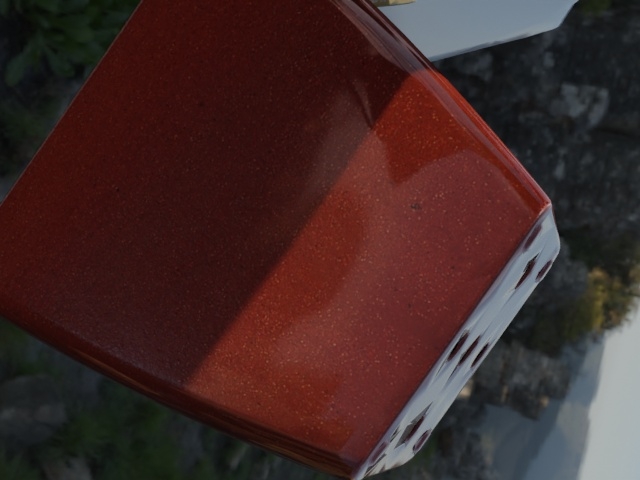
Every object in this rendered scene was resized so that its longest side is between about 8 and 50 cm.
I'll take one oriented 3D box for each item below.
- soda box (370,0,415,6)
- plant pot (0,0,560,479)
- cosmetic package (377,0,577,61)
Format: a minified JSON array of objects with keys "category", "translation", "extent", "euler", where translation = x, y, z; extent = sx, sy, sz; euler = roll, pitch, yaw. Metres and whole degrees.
[{"category":"soda box","translation":[0.040,-0.298,0.882],"extent":[0.058,0.061,0.181],"euler":[-27,115,-56]},{"category":"plant pot","translation":[0.000,0.000,0.621],"extent":[0.267,0.235,0.267],"euler":[-55,163,1]},{"category":"cosmetic package","translation":[0.149,-0.474,1.317],"extent":[0.329,0.327,0.394],"euler":[81,-5,-83]}]
